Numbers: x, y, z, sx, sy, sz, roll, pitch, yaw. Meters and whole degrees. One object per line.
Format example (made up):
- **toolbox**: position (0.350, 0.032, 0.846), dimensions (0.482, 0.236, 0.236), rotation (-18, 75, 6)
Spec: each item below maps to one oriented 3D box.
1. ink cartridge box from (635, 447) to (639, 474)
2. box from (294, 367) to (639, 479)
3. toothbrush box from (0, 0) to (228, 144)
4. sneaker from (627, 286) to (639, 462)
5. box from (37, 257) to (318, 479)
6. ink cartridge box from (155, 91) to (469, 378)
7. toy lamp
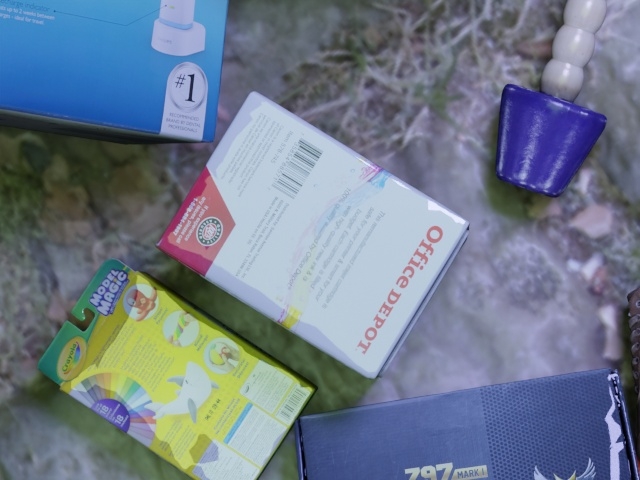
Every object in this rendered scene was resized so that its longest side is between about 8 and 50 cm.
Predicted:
- **ink cartridge box**: position (0.253, 0.275, 1.374), dimensions (0.296, 0.066, 0.261), rotation (-28, 86, 3)
- **box**: position (0.107, 0.197, 1.366), dimensions (0.232, 0.059, 0.183), rotation (-8, 65, 4)
- **toothbrush box**: position (-0.176, -0.224, 1.351), dimensions (0.216, 0.126, 0.296), rotation (6, 89, -37)
- **sneaker**: position (0.245, 0.068, 1.394), dimensions (0.071, 0.066, 0.188), rotation (17, 83, 24)
- **box**: position (-0.104, 0.100, 1.424), dimensions (0.179, 0.043, 0.105), rotation (34, 91, 3)
- **ink cartridge box**: position (0.000, 0.000, 1.376), dimensions (0.176, 0.127, 0.128), rotation (32, 90, 6)
- **toy lamp**: position (0.189, -0.165, 1.385), dimensions (0.080, 0.080, 0.275), rotation (20, 97, 5)
